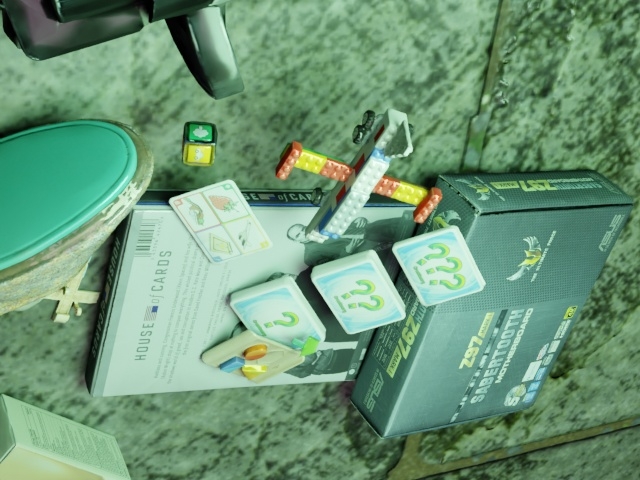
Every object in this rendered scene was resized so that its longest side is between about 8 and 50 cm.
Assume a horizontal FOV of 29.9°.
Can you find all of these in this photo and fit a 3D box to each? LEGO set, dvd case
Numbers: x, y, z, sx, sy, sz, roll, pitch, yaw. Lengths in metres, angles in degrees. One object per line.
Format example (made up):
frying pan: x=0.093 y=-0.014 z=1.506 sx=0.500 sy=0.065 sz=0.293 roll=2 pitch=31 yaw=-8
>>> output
LEGO set: x=0.000 y=0.000 z=0.832 sx=0.182 sy=0.060 sz=0.244 roll=-17 pitch=135 yaw=13
dvd case: x=-0.052 y=0.041 z=0.932 sx=0.239 sy=0.029 sz=0.179 roll=0 pitch=125 yaw=-27

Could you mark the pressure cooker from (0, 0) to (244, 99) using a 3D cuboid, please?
pressure cooker: x=-0.037 y=-0.285 z=0.441 sx=0.420 sy=0.370 sz=0.375 roll=-21 pitch=166 yaw=-9

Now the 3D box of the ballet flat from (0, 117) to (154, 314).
ballet flat: x=-0.245 y=0.020 z=0.782 sx=0.316 sy=0.107 sz=0.106 roll=-25 pitch=153 yaw=-2

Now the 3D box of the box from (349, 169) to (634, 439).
box: x=0.142 y=0.052 z=1.006 sx=0.183 sy=0.059 sz=0.232 roll=-3 pitch=125 yaw=-36

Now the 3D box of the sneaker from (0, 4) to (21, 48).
sneaker: x=-0.226 y=-0.180 z=0.632 sx=0.232 sy=0.081 sz=0.090 roll=24 pitch=104 yaw=-40

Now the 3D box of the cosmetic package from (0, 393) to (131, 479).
cosmetic package: x=-0.208 y=0.168 z=0.929 sx=0.115 sy=0.060 sz=0.041 roll=32 pitch=107 yaw=-39

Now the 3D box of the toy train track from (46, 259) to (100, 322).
toy train track: x=-0.176 y=0.028 z=0.867 sx=0.048 sy=0.014 sz=0.083 roll=8 pitch=120 yaw=-33

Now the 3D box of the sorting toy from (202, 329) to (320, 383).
sorting toy: x=-0.042 y=0.088 z=0.923 sx=0.083 sy=0.012 sz=0.062 roll=-29 pitch=139 yaw=32
